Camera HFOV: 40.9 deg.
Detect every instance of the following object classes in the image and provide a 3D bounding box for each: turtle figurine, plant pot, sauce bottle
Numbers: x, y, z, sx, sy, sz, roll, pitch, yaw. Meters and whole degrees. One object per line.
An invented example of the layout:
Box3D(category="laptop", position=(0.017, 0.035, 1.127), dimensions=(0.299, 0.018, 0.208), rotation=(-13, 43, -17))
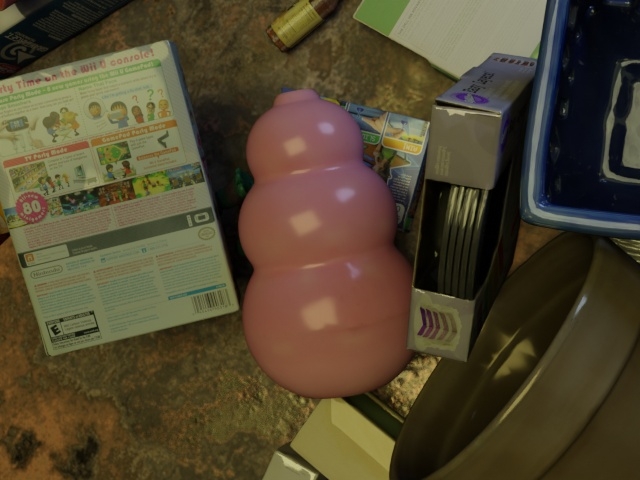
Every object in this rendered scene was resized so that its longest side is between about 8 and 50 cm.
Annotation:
Box3D(category="turtle figurine", position=(-0.183, 0.003, 1.072), dimensions=(0.234, 0.118, 0.175), rotation=(-20, 110, 11))
Box3D(category="plant pot", position=(0.318, -0.116, 0.768), dimensions=(0.236, 0.212, 0.236), rotation=(8, 94, 20))
Box3D(category="sauce bottle", position=(-0.009, -0.289, 1.073), dimensions=(0.128, 0.042, 0.042), rotation=(-37, 77, 11))
Box3D(category="plant pot", position=(0.271, 0.193, 0.846), dimensions=(0.280, 0.323, 0.323), rotation=(37, 100, -2))

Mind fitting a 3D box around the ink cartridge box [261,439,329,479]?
Box3D(category="ink cartridge box", position=(-0.047, 0.333, 1.029), dimensions=(0.060, 0.104, 0.180), rotation=(25, 97, 17))

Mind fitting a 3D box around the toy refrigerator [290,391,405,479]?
Box3D(category="toy refrigerator", position=(0.107, 0.275, 0.980), dimensions=(0.269, 0.102, 0.094), rotation=(37, 100, 17))

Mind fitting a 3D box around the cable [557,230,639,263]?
Box3D(category="cable", position=(0.359, -0.088, 0.914), dimensions=(0.257, 0.089, 0.257), rotation=(13, 92, 19))

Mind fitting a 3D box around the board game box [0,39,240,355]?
Box3D(category="board game box", position=(-0.232, -0.048, 0.959), dimensions=(0.224, 0.097, 0.303), rotation=(-13, 101, 0))

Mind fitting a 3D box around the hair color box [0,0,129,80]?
Box3D(category="hair color box", position=(-0.400, -0.362, 1.174), dimensions=(0.347, 0.105, 0.174), rotation=(-26, 80, 17))

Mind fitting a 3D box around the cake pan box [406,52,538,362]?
Box3D(category="cake pan box", position=(0.156, -0.043, 0.853), dimensions=(0.070, 0.267, 0.246), rotation=(10, 113, 19))

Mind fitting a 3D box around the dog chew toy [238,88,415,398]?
Box3D(category="dog chew toy", position=(0.000, 0.000, 0.953), dimensions=(0.206, 0.206, 0.332), rotation=(-9, 94, 18))

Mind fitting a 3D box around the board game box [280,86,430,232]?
Box3D(category="board game box", position=(0.030, -0.100, 1.055), dimensions=(0.201, 0.035, 0.136), rotation=(17, 93, 19))

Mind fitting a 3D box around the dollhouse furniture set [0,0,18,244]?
Box3D(category="dollhouse furniture set", position=(-0.395, -0.189, 1.067), dimensions=(0.201, 0.152, 0.374), rotation=(-17, 110, 18))

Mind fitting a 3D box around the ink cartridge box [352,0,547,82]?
Box3D(category="ink cartridge box", position=(0.177, -0.275, 1.002), dimensions=(0.235, 0.056, 0.171), rotation=(36, 99, 28))
